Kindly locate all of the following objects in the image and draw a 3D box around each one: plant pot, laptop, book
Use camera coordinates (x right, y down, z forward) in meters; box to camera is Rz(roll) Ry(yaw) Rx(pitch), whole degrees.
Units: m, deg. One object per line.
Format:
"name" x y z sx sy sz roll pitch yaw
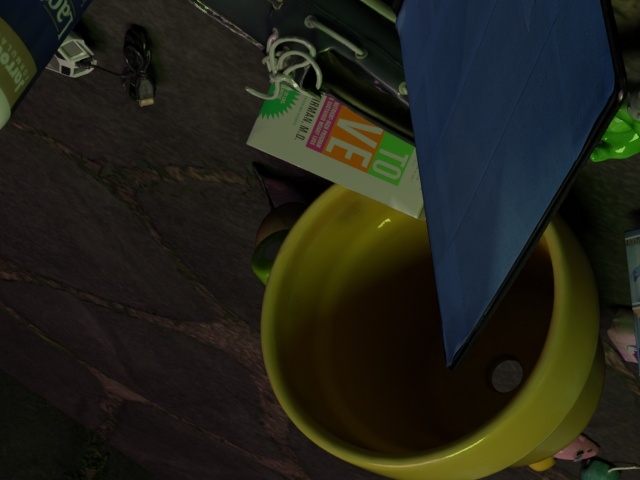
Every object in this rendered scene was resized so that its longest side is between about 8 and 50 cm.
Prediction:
"plant pot" 0.117 0.083 1.204 0.254 0.254 0.239 16 169 33
"laptop" -0.027 -0.174 0.790 0.408 0.236 0.382 28 158 5
"book" 0.029 -0.087 1.115 0.144 0.096 0.035 24 -175 14

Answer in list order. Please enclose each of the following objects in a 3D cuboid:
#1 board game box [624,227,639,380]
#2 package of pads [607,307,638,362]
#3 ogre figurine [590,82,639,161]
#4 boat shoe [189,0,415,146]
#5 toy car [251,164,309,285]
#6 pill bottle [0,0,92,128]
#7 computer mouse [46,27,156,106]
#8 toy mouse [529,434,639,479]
"board game box" 0.276 0.081 1.046 0.035 0.201 0.136 -1 172 -25
"package of pads" 0.287 0.085 1.249 0.083 0.032 0.050 9 149 44
"ogre figurine" 0.239 -0.055 0.923 0.197 0.097 0.118 47 176 -3
"boat shoe" 0.005 -0.133 1.060 0.255 0.079 0.095 29 159 4
"toy car" 0.000 0.000 1.361 0.155 0.149 0.188 53 178 -39
"pill bottle" -0.261 -0.167 1.072 0.153 0.264 0.153 26 159 11
"computer mouse" -0.231 -0.179 1.324 0.193 0.042 0.106 20 162 10
"toy mouse" 0.275 0.239 1.613 0.143 0.031 0.161 14 154 36
